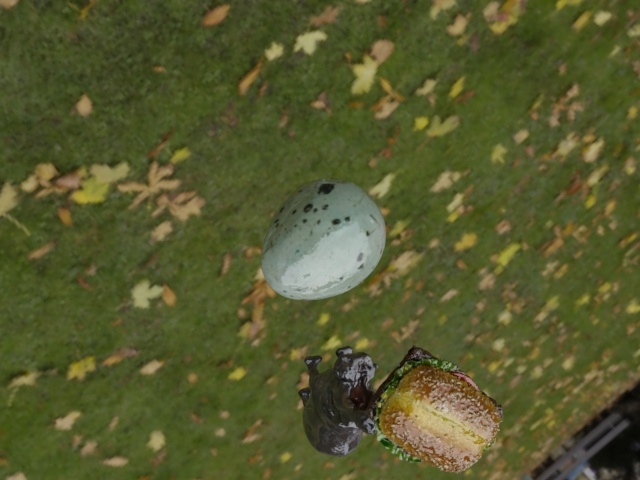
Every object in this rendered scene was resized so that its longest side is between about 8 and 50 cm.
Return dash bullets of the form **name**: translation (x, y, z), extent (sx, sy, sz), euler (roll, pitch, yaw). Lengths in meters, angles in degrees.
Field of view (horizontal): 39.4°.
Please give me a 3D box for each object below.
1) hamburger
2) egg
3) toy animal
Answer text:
- **hamburger**: translation (0.145, 0.222, 1.104), extent (0.137, 0.166, 0.087), euler (-53, -165, 4)
- **egg**: translation (0.000, 0.000, 0.997), extent (0.164, 0.131, 0.131), euler (-36, 165, -46)
- **toy animal**: translation (0.035, 0.257, 1.457), extent (0.106, 0.168, 0.343), euler (-11, 163, -14)
